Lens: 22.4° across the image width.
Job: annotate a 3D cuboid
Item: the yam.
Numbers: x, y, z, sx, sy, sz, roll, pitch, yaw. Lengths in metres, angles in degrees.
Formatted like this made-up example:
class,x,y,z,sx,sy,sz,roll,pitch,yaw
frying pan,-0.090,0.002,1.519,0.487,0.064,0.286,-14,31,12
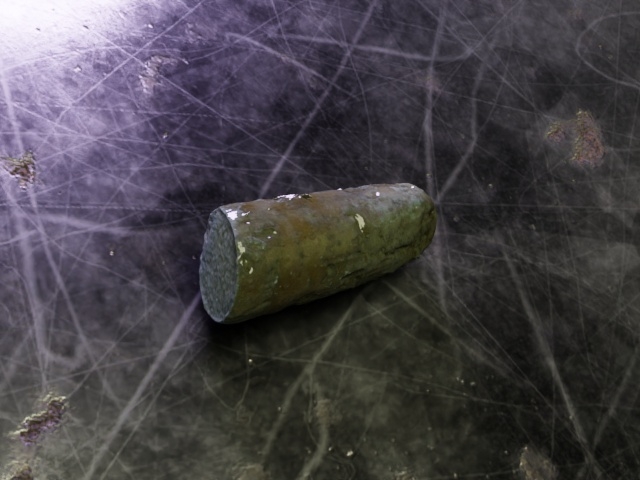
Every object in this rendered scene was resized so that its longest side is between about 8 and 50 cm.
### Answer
class,x,y,z,sx,sy,sz,roll,pitch,yaw
yam,0.000,0.000,1.828,0.330,0.133,0.133,-15,66,-37
